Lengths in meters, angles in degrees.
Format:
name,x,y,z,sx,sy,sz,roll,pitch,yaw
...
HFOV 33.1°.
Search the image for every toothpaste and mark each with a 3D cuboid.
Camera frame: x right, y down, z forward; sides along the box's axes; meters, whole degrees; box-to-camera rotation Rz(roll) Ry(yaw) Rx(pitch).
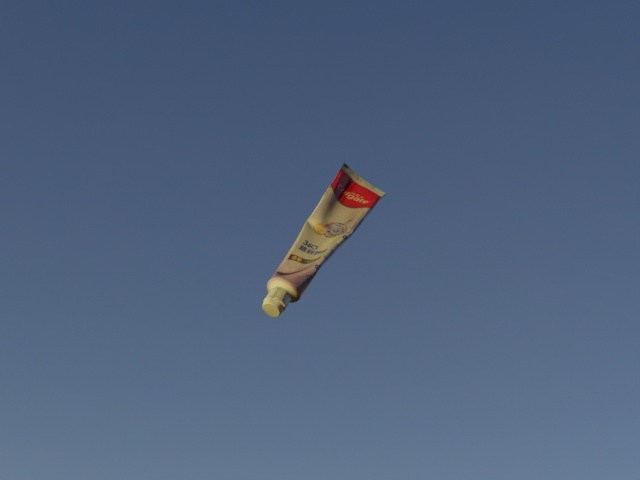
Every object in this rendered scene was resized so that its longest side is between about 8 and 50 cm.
name,x,y,z,sx,sy,sz,roll,pitch,yaw
toothpaste,0.000,0.000,1.540,0.075,0.301,0.048,20,-42,17
